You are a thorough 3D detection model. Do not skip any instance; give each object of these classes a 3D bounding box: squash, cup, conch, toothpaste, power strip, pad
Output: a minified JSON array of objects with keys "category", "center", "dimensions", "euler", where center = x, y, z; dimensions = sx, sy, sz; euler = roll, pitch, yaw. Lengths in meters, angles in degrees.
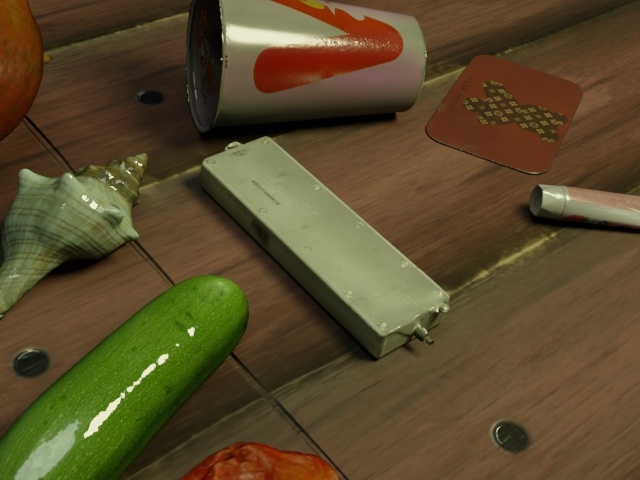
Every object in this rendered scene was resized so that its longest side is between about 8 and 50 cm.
[{"category":"squash","center":[-0.185,0.148,0.776],"dimensions":[0.101,0.101,0.379],"euler":[25,47,18]},{"category":"cup","center":[-0.019,-0.241,1.175],"dimensions":[0.288,0.203,0.203],"euler":[-1,43,-21]},{"category":"conch","center":[-0.280,-0.030,0.949],"dimensions":[0.234,0.114,0.137],"euler":[-23,38,-23]},{"category":"toothpaste","center":[0.360,-0.040,1.117],"dimensions":[0.194,0.043,0.067],"euler":[7,40,-11]},{"category":"power strip","center":[0.000,0.000,1.008],"dimensions":[0.106,0.043,0.367],"euler":[-25,52,-31]},{"category":"pad","center":[0.271,-0.189,1.287],"dimensions":[0.181,0.004,0.267],"euler":[21,44,14]}]

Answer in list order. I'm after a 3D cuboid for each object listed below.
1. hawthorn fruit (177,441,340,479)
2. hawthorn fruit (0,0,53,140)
[{"category":"hawthorn fruit","center":[-0.049,0.234,0.663],"dimensions":[0.173,0.173,0.179],"euler":[34,49,25]},{"category":"hawthorn fruit","center":[-0.441,-0.217,1.031],"dimensions":[0.277,0.277,0.298],"euler":[36,27,27]}]
